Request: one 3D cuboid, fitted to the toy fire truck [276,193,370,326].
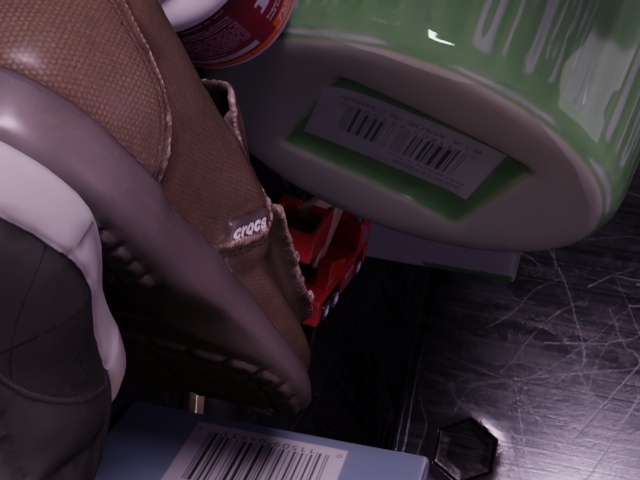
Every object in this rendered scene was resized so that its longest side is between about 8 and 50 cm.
[{"bbox_3d":[0.000,0.000,1.108,0.192,0.047,0.135,-50,155,-55],"label":"toy fire truck"}]

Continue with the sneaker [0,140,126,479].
[{"bbox_3d":[-0.125,0.067,0.375,0.296,0.105,0.147,85,12,-68],"label":"sneaker"}]

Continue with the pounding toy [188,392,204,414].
[{"bbox_3d":[-0.073,0.183,0.853,0.130,0.100,0.141,-62,169,-59],"label":"pounding toy"}]

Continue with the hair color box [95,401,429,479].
[{"bbox_3d":[-0.055,0.300,0.750,0.113,0.185,0.374,-55,153,-68],"label":"hair color box"}]

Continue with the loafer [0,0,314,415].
[{"bbox_3d":[-0.066,-0.016,0.541,0.366,0.134,0.130,72,30,-69],"label":"loafer"}]

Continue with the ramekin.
[{"bbox_3d":[0.073,-0.114,0.784,0.303,0.303,0.148,74,35,-67],"label":"ramekin"}]

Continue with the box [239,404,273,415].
[{"bbox_3d":[-0.051,0.085,1.011,0.137,0.027,0.094,66,36,-72],"label":"box"}]

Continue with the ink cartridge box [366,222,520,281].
[{"bbox_3d":[0.157,-0.090,1.490,0.278,0.201,0.117,-67,164,-53],"label":"ink cartridge box"}]

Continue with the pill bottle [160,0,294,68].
[{"bbox_3d":[-0.066,-0.131,0.572,0.152,0.086,0.086,3,97,-80],"label":"pill bottle"}]
